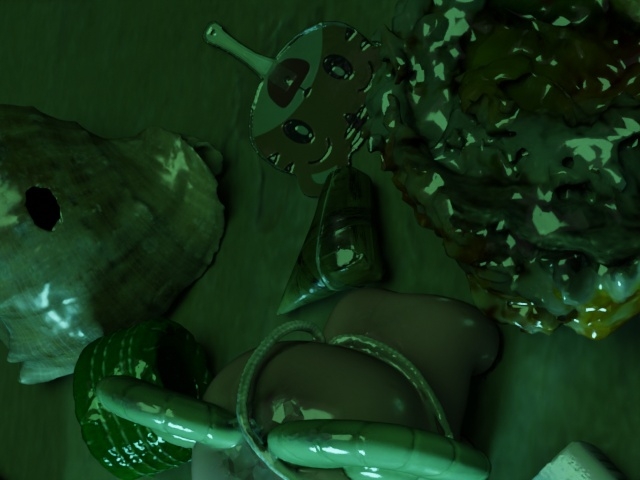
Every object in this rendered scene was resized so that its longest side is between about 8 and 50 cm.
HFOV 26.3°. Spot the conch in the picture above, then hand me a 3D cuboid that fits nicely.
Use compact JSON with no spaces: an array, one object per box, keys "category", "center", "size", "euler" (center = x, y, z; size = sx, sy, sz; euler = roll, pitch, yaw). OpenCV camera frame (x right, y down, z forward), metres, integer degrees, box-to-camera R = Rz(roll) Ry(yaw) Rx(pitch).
[{"category":"conch","center":[-0.252,-0.007,1.238],"size":[0.324,0.186,0.263],"euler":[-15,86,27]}]

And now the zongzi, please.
[{"category":"zongzi","center":[0.000,0.000,1.158],"size":[0.113,0.052,0.104],"euler":[-26,55,36]}]

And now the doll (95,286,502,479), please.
[{"category":"doll","center":[0.004,0.124,0.981],"size":[0.284,0.268,0.216],"euler":[5,80,31]}]

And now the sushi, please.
[{"category":"sushi","center":[0.215,-0.140,0.991],"size":[0.418,0.176,0.417],"euler":[-9,71,28]}]

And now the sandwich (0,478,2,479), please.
[{"category":"sandwich","center":[-0.347,0.289,1.251],"size":[0.235,0.079,0.159],"euler":[-25,64,23]}]

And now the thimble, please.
[{"category":"thimble","center":[-0.147,0.136,1.160],"size":[0.090,0.118,0.130],"euler":[-21,92,20]}]

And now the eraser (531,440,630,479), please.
[{"category":"eraser","center":[0.212,0.254,0.939],"size":[0.124,0.068,0.210],"euler":[-48,58,9]}]

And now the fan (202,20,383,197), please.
[{"category":"fan","center":[-0.031,-0.143,1.239],"size":[0.227,0.008,0.152],"euler":[34,95,33]}]
